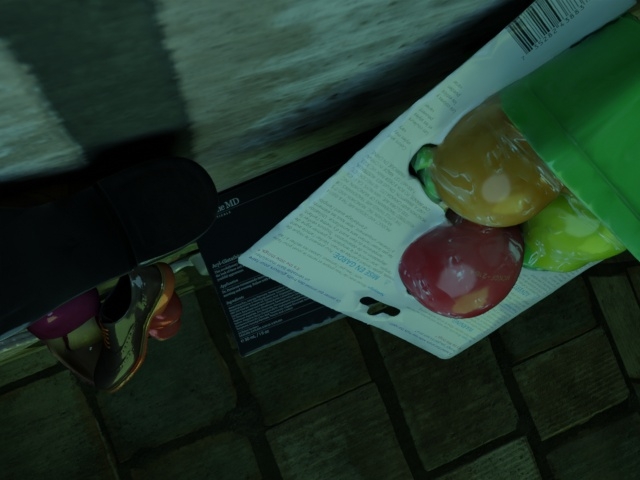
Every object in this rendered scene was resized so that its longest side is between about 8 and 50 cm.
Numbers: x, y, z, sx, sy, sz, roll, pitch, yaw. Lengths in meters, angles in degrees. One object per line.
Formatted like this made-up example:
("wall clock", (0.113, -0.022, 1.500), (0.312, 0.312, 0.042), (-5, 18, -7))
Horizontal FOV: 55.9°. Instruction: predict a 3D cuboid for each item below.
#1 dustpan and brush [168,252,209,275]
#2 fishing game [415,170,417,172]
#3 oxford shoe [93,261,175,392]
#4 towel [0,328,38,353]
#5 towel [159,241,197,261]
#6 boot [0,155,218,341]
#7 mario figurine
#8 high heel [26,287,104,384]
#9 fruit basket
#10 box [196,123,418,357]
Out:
("dustpan and brush", (-0.232, 0.039, 1.220), (0.211, 0.060, 0.147), (-29, 172, 15))
("fishing game", (0.252, -0.157, 1.149), (0.189, 0.041, 0.264), (-26, 175, 30))
("oxford shoe", (-0.358, 0.153, 1.067), (0.098, 0.097, 0.271), (8, 112, -53))
("towel", (-0.789, 0.264, 1.278), (0.317, 0.053, 0.332), (-25, 176, 42))
("towel", (-0.208, 0.005, 0.882), (0.148, 0.027, 0.110), (-21, 179, -37))
("boot", (-0.234, 0.010, 0.476), (0.264, 0.096, 0.280), (-29, -172, -25))
("mario figurine", (-0.420, 0.196, 1.361), (0.320, 0.198, 0.170), (-17, 154, 37))
("high heel", (-0.426, 0.183, 1.077), (0.127, 0.181, 0.377), (-21, 178, -12))
("fruit basket", (0.158, -0.031, 0.548), (0.353, 0.165, 0.327), (-36, 134, 29))
("box", (0.000, 0.000, 0.718), (0.261, 0.184, 0.103), (-21, -179, 5))
